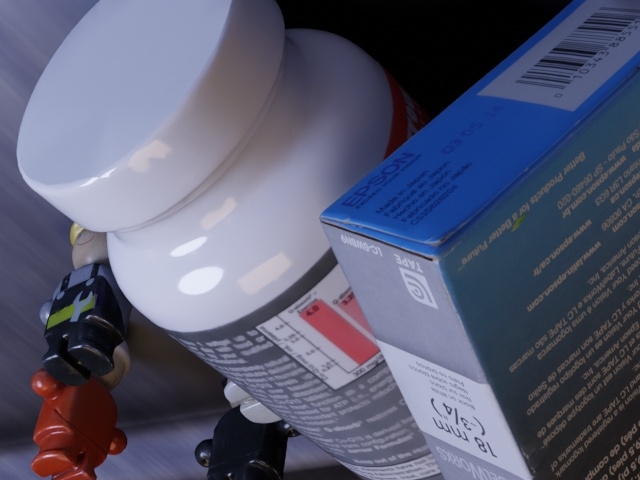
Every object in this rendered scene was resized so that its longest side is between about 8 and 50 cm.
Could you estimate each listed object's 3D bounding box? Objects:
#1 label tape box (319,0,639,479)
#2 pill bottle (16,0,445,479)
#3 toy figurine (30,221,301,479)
[{"bbox_3d":[0.170,0.056,0.908,0.106,0.241,0.333,17,140,51],"label":"label tape box"},{"bbox_3d":[0.000,0.000,0.969,0.210,0.210,0.363,-23,133,31],"label":"pill bottle"},{"bbox_3d":[-0.108,0.091,1.163,0.213,0.148,0.209,10,136,-1],"label":"toy figurine"}]
